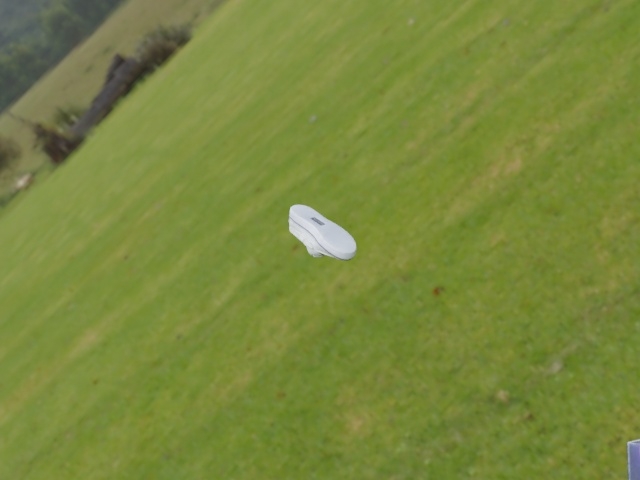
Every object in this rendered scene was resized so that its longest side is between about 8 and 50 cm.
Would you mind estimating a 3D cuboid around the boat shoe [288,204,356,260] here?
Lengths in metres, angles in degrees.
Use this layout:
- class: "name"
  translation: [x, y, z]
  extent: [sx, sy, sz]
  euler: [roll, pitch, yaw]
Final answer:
- class: "boat shoe"
  translation: [0.000, 0.000, 1.187]
  extent: [0.035, 0.035, 0.100]
  euler: [-16, 38, -38]

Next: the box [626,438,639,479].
- class: "box"
  translation: [0.283, 0.184, 0.623]
  extent: [0.207, 0.108, 0.153]
  euler: [-6, 83, 37]
